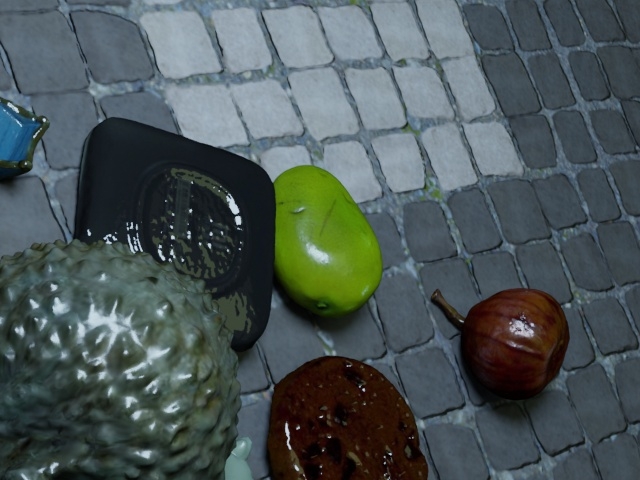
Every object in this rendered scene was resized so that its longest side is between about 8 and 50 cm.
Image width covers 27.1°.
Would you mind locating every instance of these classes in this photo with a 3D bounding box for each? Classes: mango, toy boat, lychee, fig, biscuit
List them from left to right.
[{"bbox_3d":[-0.323,-0.126,1.149,0.185,0.077,0.075,34,52,-22],"label":"toy boat"},{"bbox_3d":[-0.187,0.121,1.042,0.255,0.255,0.274,42,19,-15],"label":"lychee"},{"bbox_3d":[-0.005,0.002,1.350,0.117,0.089,0.163,-21,71,-35],"label":"mango"},{"bbox_3d":[0.025,0.205,1.296,0.192,0.049,0.192,22,50,-28],"label":"biscuit"},{"bbox_3d":[0.200,0.111,1.443,0.150,0.128,0.128,2,65,-8],"label":"fig"}]

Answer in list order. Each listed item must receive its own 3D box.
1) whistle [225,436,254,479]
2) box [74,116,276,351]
[{"bbox_3d":[-0.086,0.274,1.130,0.106,0.101,0.253,7,61,-44],"label":"whistle"},{"bbox_3d":[-0.135,-0.008,1.259,0.201,0.042,0.212,15,62,-23],"label":"box"}]
